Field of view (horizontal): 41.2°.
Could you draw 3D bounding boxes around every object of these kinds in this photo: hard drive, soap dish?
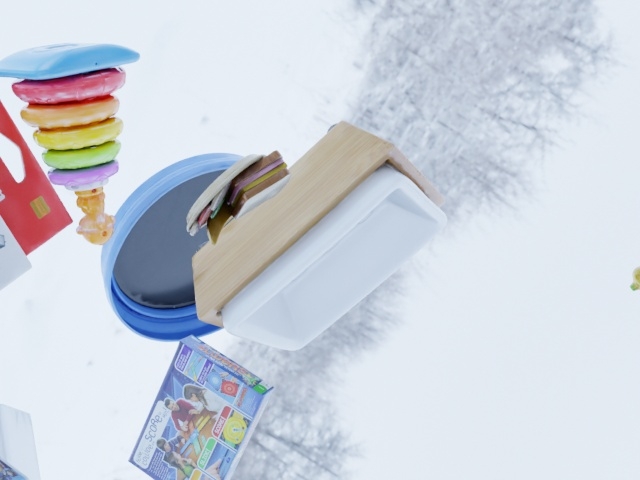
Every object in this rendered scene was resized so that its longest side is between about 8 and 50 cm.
[{"bbox_3d":[-0.507,0.445,1.435,0.210,0.040,0.318,105,-29,-73],"label":"hard drive"},{"bbox_3d":[0.000,0.000,1.033,0.291,0.118,0.229,-42,155,9],"label":"soap dish"}]

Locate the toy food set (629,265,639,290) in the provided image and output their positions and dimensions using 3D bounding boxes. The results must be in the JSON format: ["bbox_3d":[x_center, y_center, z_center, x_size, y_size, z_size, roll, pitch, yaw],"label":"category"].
[{"bbox_3d":[0.567,0.117,1.359,0.071,0.217,0.128,-40,171,16],"label":"toy food set"}]

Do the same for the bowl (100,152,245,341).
[{"bbox_3d":[-0.216,0.012,1.556,0.391,0.077,0.391,-24,137,-24],"label":"bowl"}]

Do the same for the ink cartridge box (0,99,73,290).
[{"bbox_3d":[-0.506,-0.078,1.214,0.066,0.296,0.261,-1,-146,44],"label":"ink cartridge box"}]

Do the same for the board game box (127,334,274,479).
[{"bbox_3d":[-0.161,0.244,1.126,0.201,0.136,0.035,-64,165,18],"label":"board game box"}]

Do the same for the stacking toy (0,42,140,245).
[{"bbox_3d":[-0.353,-0.136,1.261,0.175,0.166,0.301,-25,116,-42],"label":"stacking toy"}]

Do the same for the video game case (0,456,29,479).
[{"bbox_3d":[-0.370,0.175,0.728,0.023,0.201,0.183,-56,174,1],"label":"video game case"}]

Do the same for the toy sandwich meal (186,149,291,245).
[{"bbox_3d":[-0.058,-0.029,0.603,0.085,0.029,0.085,-45,177,-3],"label":"toy sandwich meal"}]
